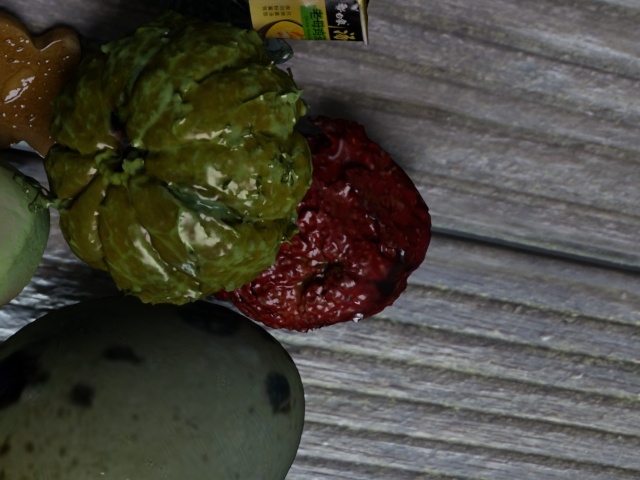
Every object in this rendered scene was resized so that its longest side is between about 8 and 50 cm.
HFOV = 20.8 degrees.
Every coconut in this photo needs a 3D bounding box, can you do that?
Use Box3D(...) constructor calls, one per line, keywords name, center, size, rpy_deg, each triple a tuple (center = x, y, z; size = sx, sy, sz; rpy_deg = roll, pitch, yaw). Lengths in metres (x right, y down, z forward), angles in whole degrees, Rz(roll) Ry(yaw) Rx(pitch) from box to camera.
Box3D(name="coconut", center=(-0.420, -0.018, 1.869), size=(0.236, 0.236, 0.204), rpy_deg=(28, 87, -32))

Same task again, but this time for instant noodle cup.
Box3D(name="instant noodle cup", center=(-0.013, -0.269, 1.796), size=(0.122, 0.151, 0.151), rpy_deg=(-7, 132, 5))

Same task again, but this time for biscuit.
Box3D(name="biscuit", center=(-0.333, -0.173, 1.859), size=(0.225, 0.036, 0.166), rpy_deg=(24, 118, -36))

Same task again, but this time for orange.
Box3D(name="orange", center=(-0.143, -0.092, 1.807), size=(0.223, 0.300, 0.301), rpy_deg=(-11, 131, -60))

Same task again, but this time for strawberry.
Box3D(name="strawberry", center=(0.000, 0.000, 1.978), size=(0.274, 0.220, 0.274), rpy_deg=(-10, 132, -11))

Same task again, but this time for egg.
Box3D(name="egg", center=(-0.225, 0.231, 2.039), size=(0.428, 0.345, 0.345), rpy_deg=(-25, 132, -4))

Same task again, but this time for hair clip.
Box3D(name="hair clip", center=(-0.128, -0.252, 1.843), size=(0.229, 0.036, 0.066), rpy_deg=(28, 113, -20))
